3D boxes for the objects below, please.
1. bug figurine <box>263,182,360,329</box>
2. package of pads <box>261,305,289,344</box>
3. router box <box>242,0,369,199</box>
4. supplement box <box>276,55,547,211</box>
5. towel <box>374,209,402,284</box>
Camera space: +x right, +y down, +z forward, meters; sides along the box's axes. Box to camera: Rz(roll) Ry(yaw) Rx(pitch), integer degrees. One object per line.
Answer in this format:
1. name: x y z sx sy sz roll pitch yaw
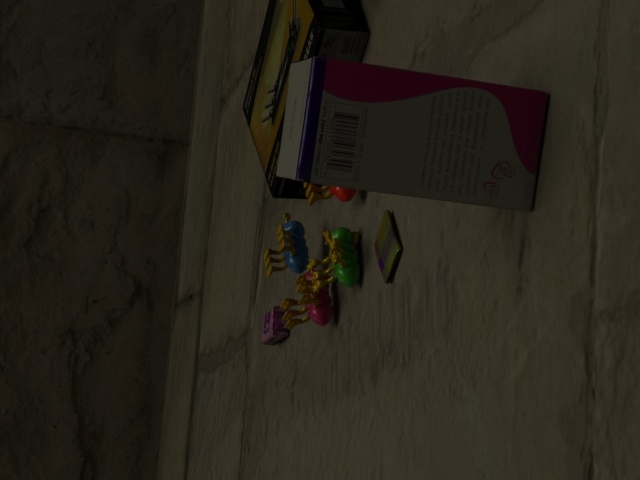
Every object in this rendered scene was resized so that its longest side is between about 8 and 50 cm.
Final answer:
1. bug figurine: 0.000 0.000 1.714 0.279 0.072 0.216 123 144 -52
2. package of pads: -0.075 0.141 2.028 0.083 0.032 0.050 134 140 -68
3. router box: -0.030 -0.256 1.883 0.243 0.081 0.309 -110 29 -46
4. supplement box: 0.081 -0.096 1.126 0.114 0.220 0.111 -157 74 -77
5. towel: 0.082 0.007 1.507 0.083 0.009 0.060 -103 25 -53
